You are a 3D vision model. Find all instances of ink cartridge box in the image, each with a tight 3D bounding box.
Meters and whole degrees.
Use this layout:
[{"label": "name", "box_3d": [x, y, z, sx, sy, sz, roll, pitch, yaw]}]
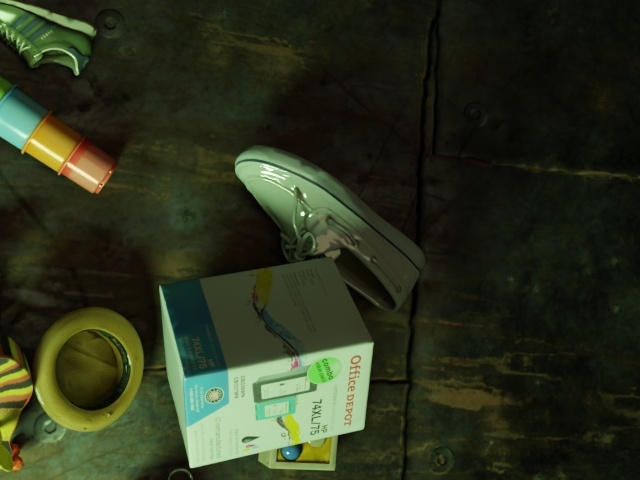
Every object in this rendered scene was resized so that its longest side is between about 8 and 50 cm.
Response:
[{"label": "ink cartridge box", "box_3d": [-0.083, 0.175, 1.315, 0.270, 0.197, 0.198, -10, 131, -15]}]

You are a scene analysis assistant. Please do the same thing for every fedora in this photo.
[{"label": "fedora", "box_3d": [-0.355, 0.187, 1.316, 0.194, 0.079, 0.194, -5, 96, -49]}]

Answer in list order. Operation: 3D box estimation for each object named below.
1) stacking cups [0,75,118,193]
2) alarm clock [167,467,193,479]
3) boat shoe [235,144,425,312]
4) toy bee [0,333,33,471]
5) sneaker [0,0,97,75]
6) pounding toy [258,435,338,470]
[{"label": "stacking cups", "box_3d": [-0.448, -0.188, 1.327, 0.316, 0.096, 0.096, 32, 77, -15]}, {"label": "alarm clock", "box_3d": [-0.260, 0.432, 1.352, 0.129, 0.064, 0.192, 39, 79, -11]}, {"label": "boat shoe", "box_3d": [-0.003, 0.003, 1.430, 0.367, 0.136, 0.156, 37, 61, -19]}, {"label": "toy bee", "box_3d": [-0.482, 0.262, 1.263, 0.162, 0.298, 0.195, 26, 40, -42]}, {"label": "sneaker", "box_3d": [-0.443, -0.307, 1.349, 0.192, 0.064, 0.086, 12, 77, -20]}, {"label": "pounding toy", "box_3d": [-0.015, 0.299, 1.423, 0.141, 0.100, 0.130, 7, 84, -18]}]
